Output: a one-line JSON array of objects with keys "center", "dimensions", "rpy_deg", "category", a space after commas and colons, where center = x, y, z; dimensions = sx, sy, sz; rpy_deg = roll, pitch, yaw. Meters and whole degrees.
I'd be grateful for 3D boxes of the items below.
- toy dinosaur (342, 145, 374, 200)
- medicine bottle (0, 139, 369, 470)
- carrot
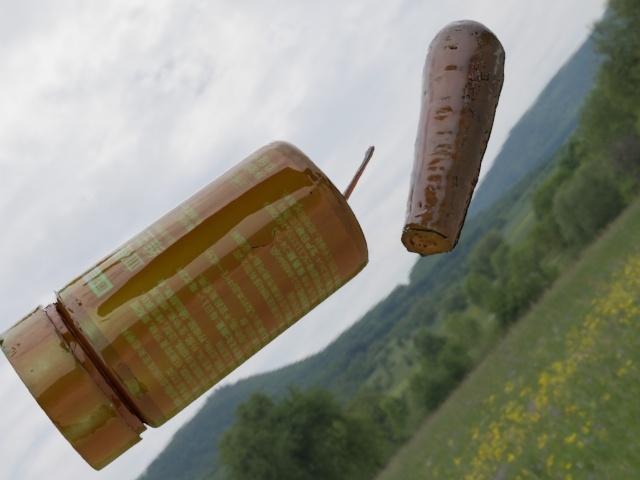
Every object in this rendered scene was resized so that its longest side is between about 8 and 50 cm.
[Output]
[{"center": [0.006, 0.002, 1.096], "dimensions": [0.101, 0.055, 0.280], "rpy_deg": [-82, 11, -71], "category": "toy dinosaur"}, {"center": [-0.073, 0.032, 0.503], "dimensions": [0.192, 0.096, 0.096], "rpy_deg": [-36, -14, -13], "category": "medicine bottle"}, {"center": [0.084, -0.067, 0.566], "dimensions": [0.055, 0.055, 0.162], "rpy_deg": [106, 176, -65], "category": "carrot"}]
